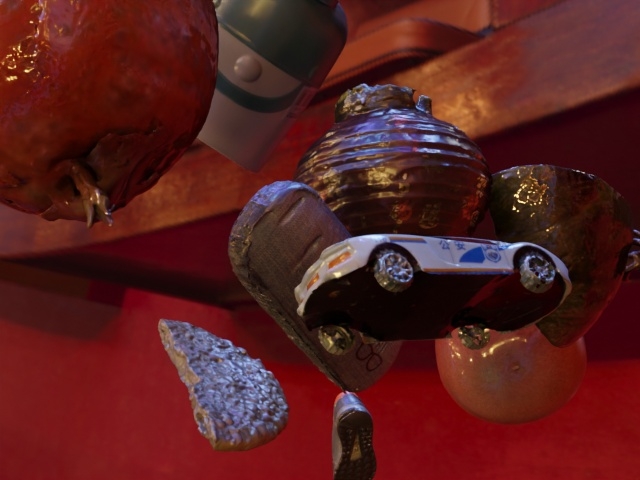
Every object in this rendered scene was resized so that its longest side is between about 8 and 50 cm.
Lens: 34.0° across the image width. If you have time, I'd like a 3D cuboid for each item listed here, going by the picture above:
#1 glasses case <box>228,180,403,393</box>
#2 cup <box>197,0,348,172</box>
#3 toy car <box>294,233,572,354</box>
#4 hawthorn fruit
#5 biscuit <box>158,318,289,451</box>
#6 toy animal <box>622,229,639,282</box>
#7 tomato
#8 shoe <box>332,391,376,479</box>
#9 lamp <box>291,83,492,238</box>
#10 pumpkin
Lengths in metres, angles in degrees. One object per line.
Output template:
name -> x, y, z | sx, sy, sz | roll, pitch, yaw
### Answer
glasses case -> 0.003, 0.052, 1.037 | 0.067, 0.282, 0.109 | 23, 68, 42
cup -> -0.105, -0.252, 1.366 | 0.258, 0.219, 0.290 | -52, 18, 12
toy car -> 0.080, 0.033, 0.717 | 0.095, 0.204, 0.056 | -54, 45, 45
hawthorn fruit -> -0.210, -0.128, 0.852 | 0.276, 0.276, 0.307 | -42, 49, 36
biscuit -> -0.103, 0.166, 1.209 | 0.032, 0.133, 0.250 | -67, 30, 18
toy animal -> 0.549, 0.044, 1.540 | 0.260, 0.243, 0.087 | 20, 89, 22
tomato -> 0.311, 0.178, 1.721 | 0.224, 0.255, 0.256 | -56, -9, -78
shoe -> 0.052, 0.335, 1.744 | 0.077, 0.074, 0.194 | -109, 16, -55
lamp -> 0.080, -0.060, 1.201 | 0.247, 0.247, 0.247 | -23, 60, 46
pumpkin -> 0.334, 0.030, 1.344 | 0.148, 0.312, 0.169 | -23, 55, 28
